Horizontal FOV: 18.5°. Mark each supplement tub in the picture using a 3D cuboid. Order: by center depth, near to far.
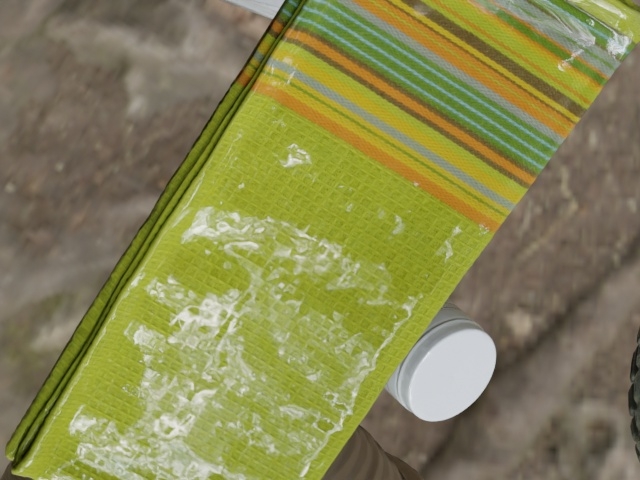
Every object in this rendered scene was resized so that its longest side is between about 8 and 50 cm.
[{"bbox_3d":[0.053,0.059,1.246,0.071,0.107,0.071,-21,130,-26],"label":"supplement tub"}]

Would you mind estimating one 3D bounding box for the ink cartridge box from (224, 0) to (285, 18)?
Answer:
[{"bbox_3d":[-0.069,-0.293,1.035,0.226,0.131,0.306,21,96,24],"label":"ink cartridge box"}]

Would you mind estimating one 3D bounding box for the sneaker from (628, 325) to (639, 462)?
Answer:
[{"bbox_3d":[0.244,-0.007,0.921,0.129,0.111,0.297,31,77,3],"label":"sneaker"}]

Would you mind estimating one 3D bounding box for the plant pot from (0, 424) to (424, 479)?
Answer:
[{"bbox_3d":[-0.066,0.122,0.930,0.237,0.237,0.109,-7,107,13],"label":"plant pot"}]

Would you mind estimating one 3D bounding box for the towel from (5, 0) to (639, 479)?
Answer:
[{"bbox_3d":[0.000,0.000,0.629,0.102,0.021,0.237,29,106,-18],"label":"towel"}]
